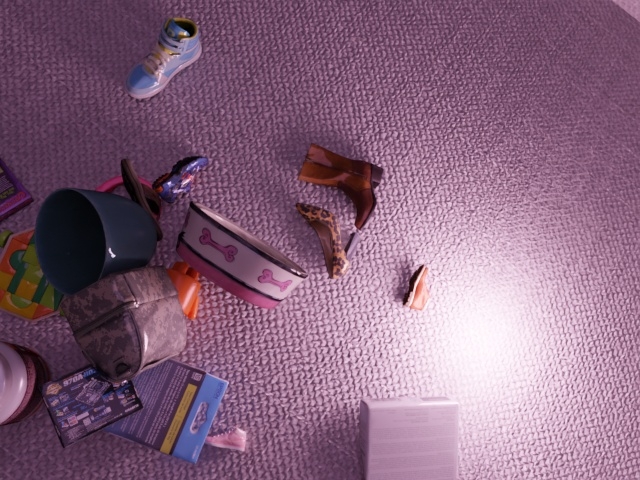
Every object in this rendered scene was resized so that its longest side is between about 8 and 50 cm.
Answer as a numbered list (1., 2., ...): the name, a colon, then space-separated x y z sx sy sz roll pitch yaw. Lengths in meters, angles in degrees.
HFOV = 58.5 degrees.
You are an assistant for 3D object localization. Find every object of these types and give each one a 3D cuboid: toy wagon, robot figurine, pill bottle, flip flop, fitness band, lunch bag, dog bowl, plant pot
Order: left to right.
1. pill bottle: -0.850 0.368 1.463 0.224 0.392 0.224 3 75 -12
2. toy wagon: -0.826 0.062 1.694 0.267 0.068 0.344 23 85 -6
3. plant pot: -0.612 -0.004 1.618 0.293 0.235 0.293 3 96 29
4. fitness band: -0.638 -0.076 1.801 0.209 0.054 0.291 41 73 -1
5. lunch bag: -0.496 0.224 1.518 0.212 0.305 0.256 -31 85 10
6. flip flop: -0.541 -0.131 1.769 0.080 0.112 0.277 -19 78 -32
7. robot figurine: -0.447 0.173 1.743 0.128 0.158 0.219 18 71 15
8. dog bowl: -0.245 0.053 1.695 0.408 0.408 0.150 33 90 -3

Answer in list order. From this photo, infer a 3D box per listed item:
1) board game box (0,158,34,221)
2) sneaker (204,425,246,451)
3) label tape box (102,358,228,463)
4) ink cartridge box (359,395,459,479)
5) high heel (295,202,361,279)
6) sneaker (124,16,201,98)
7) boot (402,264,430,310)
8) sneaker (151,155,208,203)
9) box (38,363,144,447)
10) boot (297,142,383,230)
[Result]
1. board game box: -1.077 -0.106 1.708 0.347 0.056 0.208 -38 83 -20
2. sneaker: -0.287 0.587 1.716 0.134 0.051 0.070 15 72 -12
3. label tape box: -0.480 0.466 1.672 0.348 0.115 0.249 24 72 -8
4. ink cartridge box: 0.279 0.696 1.818 0.308 0.091 0.385 1 93 -13
5. high heel: 0.000 0.000 1.900 0.261 0.093 0.186 33 65 -12
6. sneaker: -0.524 -0.617 1.880 0.127 0.208 0.319 42 72 -1
7. boot: 0.346 0.164 1.963 0.085 0.059 0.158 23 81 -9
8. sneaker: -0.450 -0.204 1.869 0.221 0.083 0.087 -45 129 -29
9. box: -0.615 0.425 1.541 0.220 0.051 0.175 -23 82 -30
10. boot: 0.060 -0.186 1.964 0.280 0.096 0.264 17 73 -7
